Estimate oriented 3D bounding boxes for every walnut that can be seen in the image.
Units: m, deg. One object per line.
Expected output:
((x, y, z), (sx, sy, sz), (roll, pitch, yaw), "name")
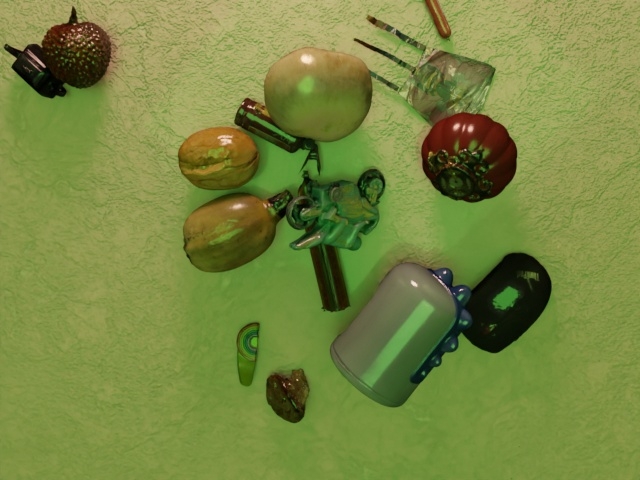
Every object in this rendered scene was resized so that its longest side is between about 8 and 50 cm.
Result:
((-0.255, -0.203, 1.519), (0.206, 0.159, 0.159), (-6, 101, 13), "walnut")

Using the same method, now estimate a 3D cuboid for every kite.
((0.244, -0.414, 1.501), (0.360, 0.022, 0.204), (31, 103, -6), "kite")

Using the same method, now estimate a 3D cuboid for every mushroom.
((-0.008, -0.364, 1.441), (0.253, 0.260, 0.235), (-17, 62, 10), "mushroom")

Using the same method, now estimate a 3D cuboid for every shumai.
((-0.082, 0.430, 1.674), (0.105, 0.139, 0.123), (-3, 135, -25), "shumai")

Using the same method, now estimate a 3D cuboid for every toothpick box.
((0.220, 0.218, 1.518), (0.263, 0.263, 0.355), (35, 101, -3), "toothpick box")

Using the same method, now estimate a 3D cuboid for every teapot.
((-0.716, -0.427, 1.536), (0.177, 0.096, 0.087), (43, 102, -5), "teapot")

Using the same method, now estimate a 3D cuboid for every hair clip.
((-0.203, 0.316, 1.683), (0.060, 0.033, 0.189), (6, 102, 4), "hair clip")

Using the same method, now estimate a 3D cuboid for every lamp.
((0.352, -0.198, 1.449), (0.226, 0.227, 0.227), (1, 102, 4), "lamp")

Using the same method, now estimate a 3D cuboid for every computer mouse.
((0.474, 0.164, 1.563), (0.170, 0.100, 0.269), (41, 102, -2), "computer mouse")

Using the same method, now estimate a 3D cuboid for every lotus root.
((-0.204, -0.034, 1.548), (0.309, 0.183, 0.183), (-24, 99, 3), "lotus root")

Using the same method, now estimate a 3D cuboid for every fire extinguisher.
((-0.097, -0.253, 1.536), (0.252, 0.075, 0.106), (28, 108, -3), "fire extinguisher")

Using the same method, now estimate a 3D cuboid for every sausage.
((0.000, 0.000, 1.581), (0.082, 0.082, 0.372), (-12, 99, 7), "sausage")
((0.260, -0.579, 1.459), (0.029, 0.029, 0.223), (-26, 98, 9), "sausage")

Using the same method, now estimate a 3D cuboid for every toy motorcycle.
((0.043, -0.060, 1.513), (0.296, 0.109, 0.199), (-17, 111, -30), "toy motorcycle")

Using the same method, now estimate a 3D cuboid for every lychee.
((-0.591, -0.467, 1.483), (0.165, 0.165, 0.198), (0, 118, 5), "lychee")
